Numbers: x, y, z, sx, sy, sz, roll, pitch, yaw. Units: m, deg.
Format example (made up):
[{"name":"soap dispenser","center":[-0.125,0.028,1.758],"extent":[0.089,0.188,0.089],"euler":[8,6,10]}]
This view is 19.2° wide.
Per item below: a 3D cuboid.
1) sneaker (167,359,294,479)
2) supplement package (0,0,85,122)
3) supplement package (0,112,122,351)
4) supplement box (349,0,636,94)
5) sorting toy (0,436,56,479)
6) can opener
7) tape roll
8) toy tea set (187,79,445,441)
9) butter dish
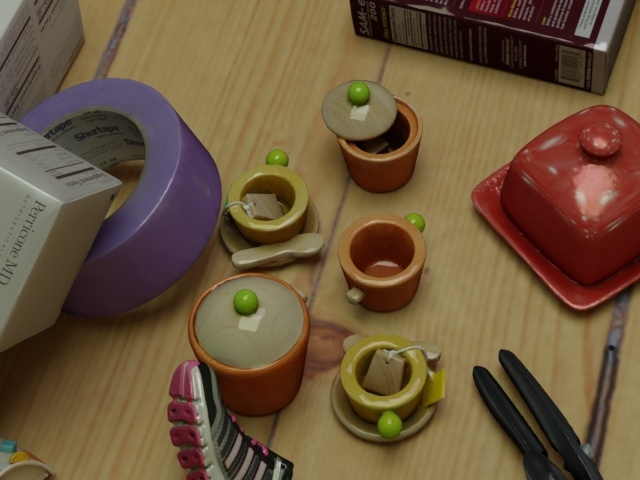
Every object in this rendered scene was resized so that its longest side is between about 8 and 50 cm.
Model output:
[{"name":"sneaker","center":[-0.061,0.166,1.433],"extent":[0.075,0.063,0.170],"euler":[-19,92,-24]},{"name":"supplement package","center":[-0.352,-0.156,1.646],"extent":[0.204,0.145,0.262],"euler":[12,51,12]},{"name":"supplement package","center":[-0.299,-0.038,1.430],"extent":[0.244,0.134,0.139],"euler":[29,104,8]},{"name":"supplement box","center":[0.160,-0.227,1.710],"extent":[0.239,0.073,0.130],"euler":[16,64,14]},{"name":"sorting toy","center":[-0.265,0.180,1.486],"extent":[0.083,0.045,0.075],"euler":[-38,42,-21]},{"name":"can opener","center":[0.173,0.154,1.459],"extent":[0.059,0.073,0.186],"euler":[-22,47,-2]},{"name":"tape roll","center":[-0.182,-0.036,1.566],"extent":[0.189,0.080,0.189],"euler":[-13,55,18]},{"name":"toy tea set","center":[0.000,0.000,1.535],"extent":[0.200,0.124,0.336],"euler":[-1,55,4]},{"name":"butter dish","center":[0.228,-0.052,1.560],"extent":[0.160,0.118,0.160],"euler":[-31,59,-17]}]
